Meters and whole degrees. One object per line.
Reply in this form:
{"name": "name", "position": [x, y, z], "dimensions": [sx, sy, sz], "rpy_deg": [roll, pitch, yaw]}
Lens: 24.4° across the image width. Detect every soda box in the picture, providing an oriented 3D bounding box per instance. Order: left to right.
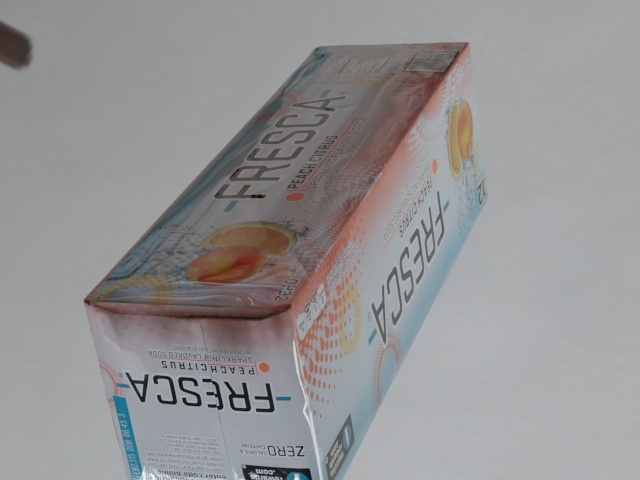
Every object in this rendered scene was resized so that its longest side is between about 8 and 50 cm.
{"name": "soda box", "position": [0.000, 0.000, 0.440], "dimensions": [0.058, 0.183, 0.063], "rpy_deg": [1, -63, 21]}
